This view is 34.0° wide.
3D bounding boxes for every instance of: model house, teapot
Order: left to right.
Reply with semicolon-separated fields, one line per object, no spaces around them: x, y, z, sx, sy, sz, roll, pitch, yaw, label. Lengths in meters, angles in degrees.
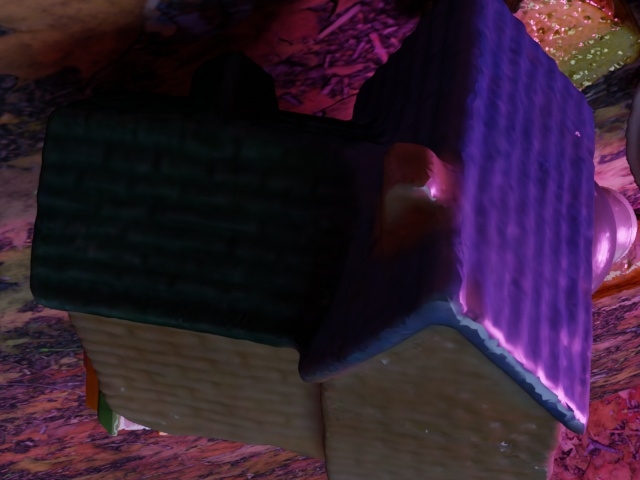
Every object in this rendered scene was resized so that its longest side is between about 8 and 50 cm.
0.010;-0.014;0.800;0.382;0.334;0.342;5;143;10;model house
0.279;-0.011;1.229;0.184;0.183;0.251;-30;168;32;teapot

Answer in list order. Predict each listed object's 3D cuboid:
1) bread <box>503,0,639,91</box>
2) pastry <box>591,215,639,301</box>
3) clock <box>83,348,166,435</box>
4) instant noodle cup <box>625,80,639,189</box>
0.191;-0.178;0.861;0.103;0.065;0.187;-31;157;37;bread
0.420;0.025;1.506;0.182;0.093;0.192;-9;162;-22;pastry
-0.152;0.153;1.266;0.255;0.106;0.220;2;-166;-18;clock
0.454;-0.097;1.042;0.231;0.242;0.243;5;151;-31;instant noodle cup
